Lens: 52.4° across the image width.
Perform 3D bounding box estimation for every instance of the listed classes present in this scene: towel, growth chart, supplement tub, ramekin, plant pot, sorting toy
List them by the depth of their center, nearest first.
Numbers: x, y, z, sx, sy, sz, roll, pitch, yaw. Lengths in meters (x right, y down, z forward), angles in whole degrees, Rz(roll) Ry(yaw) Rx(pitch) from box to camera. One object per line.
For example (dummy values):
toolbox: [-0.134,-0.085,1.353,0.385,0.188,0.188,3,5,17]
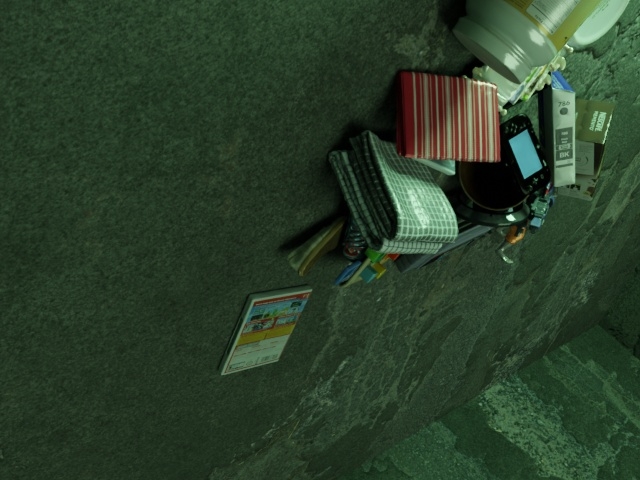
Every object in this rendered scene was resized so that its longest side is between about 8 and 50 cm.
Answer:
supplement tub: [0.453,-0.514,1.371,0.316,0.228,0.228,-51,146,14]
towel: [0.176,-0.111,1.487,0.235,0.283,0.121,0,152,-44]
towel: [0.294,-0.280,1.493,0.275,0.031,0.199,0,87,-24]
ramekin: [0.632,-0.594,1.556,0.273,0.127,0.273,-27,143,-22]
growth chart: [0.476,-0.417,1.559,0.172,0.021,0.237,41,101,-16]
sorting toy: [0.155,0.055,1.693,0.196,0.047,0.348,-47,166,22]
plant pot: [0.533,-0.210,1.846,0.230,0.215,0.215,-21,144,-57]

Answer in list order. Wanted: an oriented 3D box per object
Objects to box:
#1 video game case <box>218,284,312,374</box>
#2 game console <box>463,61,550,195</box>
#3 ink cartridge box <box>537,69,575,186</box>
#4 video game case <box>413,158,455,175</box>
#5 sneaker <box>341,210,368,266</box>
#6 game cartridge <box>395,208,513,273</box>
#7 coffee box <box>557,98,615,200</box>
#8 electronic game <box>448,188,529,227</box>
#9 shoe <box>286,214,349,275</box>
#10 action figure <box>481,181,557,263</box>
video game case: [-0.153,0.247,1.789,0.204,0.025,0.285,-6,132,-42]
game console: [0.496,-0.295,1.638,0.213,0.044,0.361,-28,105,-7]
ink cartridge box: [0.624,-0.326,1.726,0.065,0.165,0.332,-10,124,9]
video game case: [0.273,-0.260,1.561,0.190,0.022,0.173,12,77,-51]
sneaker: [0.109,-0.007,1.641,0.125,0.104,0.262,-58,162,-17]
game cartridge: [0.415,-0.012,1.976,0.355,0.068,0.230,-23,162,-27]
coffee box: [0.842,-0.285,2.070,0.168,0.119,0.297,-64,154,-23]
electronic game: [0.484,-0.098,1.872,0.229,0.229,0.048,-18,125,-32]
shoe: [0.000,0.000,1.628,0.219,0.058,0.076,-44,155,-32]
action figure: [0.633,-0.096,2.077,0.341,0.178,0.330,-41,153,-56]
